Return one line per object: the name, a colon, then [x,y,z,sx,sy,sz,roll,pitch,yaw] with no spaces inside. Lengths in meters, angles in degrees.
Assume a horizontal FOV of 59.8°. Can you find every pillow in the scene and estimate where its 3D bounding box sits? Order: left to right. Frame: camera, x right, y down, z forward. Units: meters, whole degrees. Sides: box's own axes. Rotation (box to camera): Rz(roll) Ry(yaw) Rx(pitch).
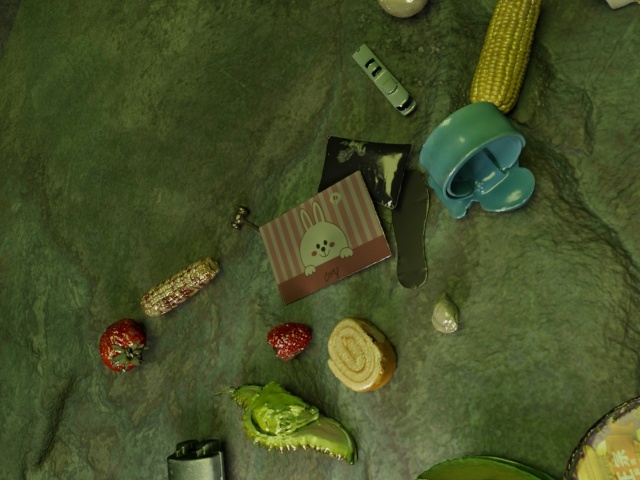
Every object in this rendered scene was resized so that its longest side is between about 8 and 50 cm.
pillow: [0.091,-0.155,1.209,0.208,0.055,0.141,15,94,33]

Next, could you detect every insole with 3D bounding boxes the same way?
insole: [0.186,-0.025,1.153,0.086,0.005,0.253,-6,76,31]

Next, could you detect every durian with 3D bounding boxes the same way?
durian: [-0.090,0.375,1.176,0.375,0.106,0.132,18,84,29]

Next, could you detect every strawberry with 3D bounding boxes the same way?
strawberry: [-0.522,0.266,1.455,0.148,0.131,0.131,40,101,23]
strawberry: [-0.066,0.216,1.214,0.096,0.083,0.083,-24,63,-13]

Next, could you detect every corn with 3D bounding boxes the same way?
corn: [-0.357,0.115,1.411,0.237,0.079,0.079,-33,64,20]
corn: [0.357,-0.363,1.069,0.093,0.093,0.244,17,89,33]

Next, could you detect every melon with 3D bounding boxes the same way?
melon: [0.299,0.465,0.915,0.265,0.129,0.169,5,104,29]

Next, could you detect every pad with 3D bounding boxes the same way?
pad: [0.000,0.000,1.230,0.300,0.005,0.202,-27,75,29]

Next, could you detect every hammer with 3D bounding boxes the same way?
hammer: [-0.103,-0.003,1.316,0.292,0.029,0.058,28,97,31]

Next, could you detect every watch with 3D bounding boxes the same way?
watch: [0.272,-0.147,1.014,0.211,0.193,0.211,-9,73,29]

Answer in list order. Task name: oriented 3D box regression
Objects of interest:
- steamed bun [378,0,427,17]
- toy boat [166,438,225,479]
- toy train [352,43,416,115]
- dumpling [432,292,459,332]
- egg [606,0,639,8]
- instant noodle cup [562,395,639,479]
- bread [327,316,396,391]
steamed bun: [0.187,-0.544,1.215,0.130,0.091,0.112,9,86,34]
toy boat: [-0.263,0.613,1.241,0.141,0.092,0.319,-12,80,28]
toy train: [0.141,-0.355,1.229,0.043,0.047,0.207,-43,60,18]
dumpling: [0.235,0.143,1.065,0.059,0.043,0.077,-50,60,39]
egg: [0.538,-0.573,0.964,0.206,0.162,0.271,-16,72,29]
instant noodle cup: [0.508,0.354,0.715,0.340,0.266,0.340,-8,75,31]
bread: [0.076,0.231,1.122,0.122,0.073,0.149,-51,59,14]
